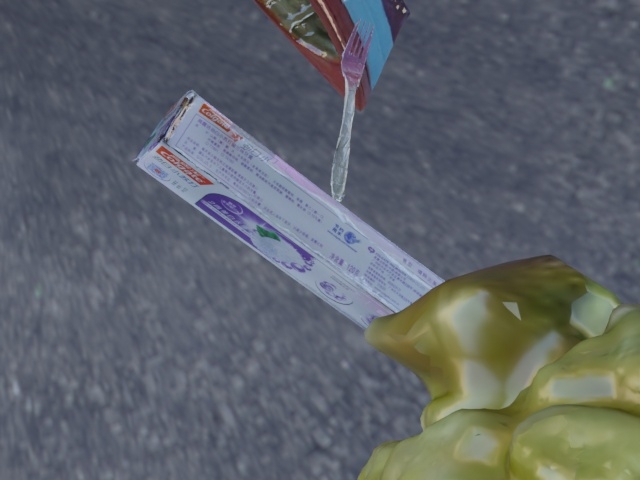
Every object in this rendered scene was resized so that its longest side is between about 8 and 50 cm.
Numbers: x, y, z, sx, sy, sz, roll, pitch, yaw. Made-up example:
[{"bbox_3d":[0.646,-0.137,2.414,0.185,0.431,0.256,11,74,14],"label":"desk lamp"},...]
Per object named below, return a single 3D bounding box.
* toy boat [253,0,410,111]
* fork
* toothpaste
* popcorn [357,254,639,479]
[{"bbox_3d":[-0.044,-0.214,1.294,0.079,0.136,0.392,-53,139,-5],"label":"toy boat"},{"bbox_3d":[0.016,-0.074,1.124,0.016,0.012,0.115,15,69,-17],"label":"fork"},{"bbox_3d":[0.000,0.000,0.973,0.196,0.047,0.040,36,65,-10],"label":"toothpaste"},{"bbox_3d":[0.111,0.131,0.592,0.224,0.258,0.270,-35,101,-1],"label":"popcorn"}]
